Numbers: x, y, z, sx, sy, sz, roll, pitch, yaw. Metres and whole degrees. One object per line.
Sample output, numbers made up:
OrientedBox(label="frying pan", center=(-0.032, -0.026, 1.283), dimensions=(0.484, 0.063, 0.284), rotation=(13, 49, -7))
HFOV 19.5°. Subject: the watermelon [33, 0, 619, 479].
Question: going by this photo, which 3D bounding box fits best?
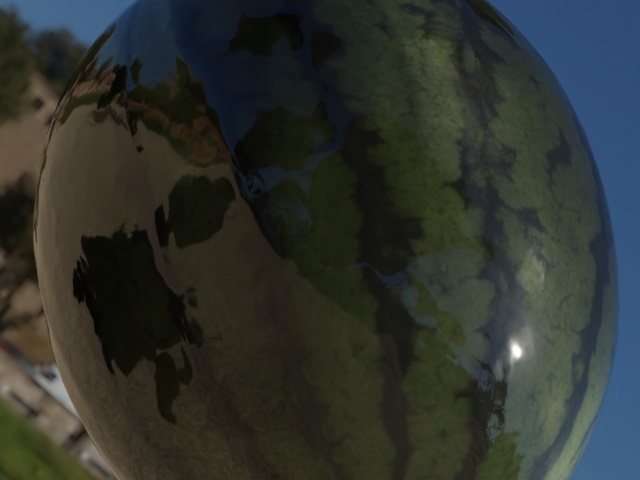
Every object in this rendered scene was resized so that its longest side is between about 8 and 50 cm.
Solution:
OrientedBox(label="watermelon", center=(0.000, 0.000, 0.913), dimensions=(0.279, 0.279, 0.359), rotation=(55, 13, -53))
